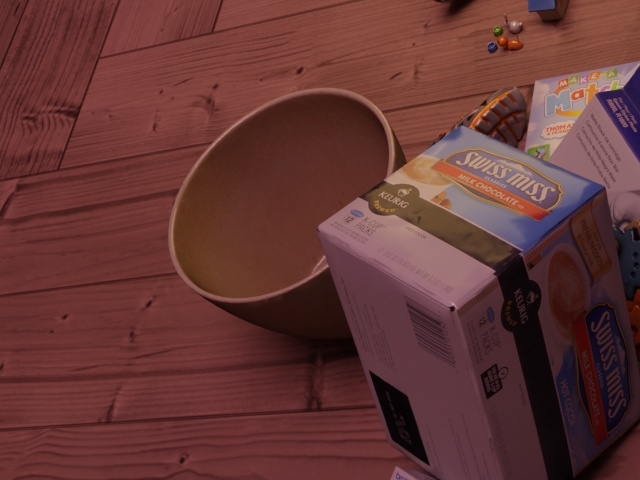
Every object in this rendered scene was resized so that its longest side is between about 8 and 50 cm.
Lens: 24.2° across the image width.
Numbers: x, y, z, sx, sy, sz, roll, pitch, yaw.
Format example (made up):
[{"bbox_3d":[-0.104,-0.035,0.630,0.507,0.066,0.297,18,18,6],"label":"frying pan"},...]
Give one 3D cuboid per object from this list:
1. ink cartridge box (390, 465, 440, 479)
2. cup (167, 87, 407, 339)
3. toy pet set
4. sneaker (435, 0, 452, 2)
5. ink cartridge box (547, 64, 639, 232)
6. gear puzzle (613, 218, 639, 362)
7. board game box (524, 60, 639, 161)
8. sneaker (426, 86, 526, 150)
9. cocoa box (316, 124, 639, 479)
[{"bbox_3d":[0.175,0.323,1.682,0.207,0.097,0.046,29,98,44],"label":"ink cartridge box"},{"bbox_3d":[0.000,0.000,1.966,0.331,0.237,0.331,-18,48,22],"label":"cup"},{"bbox_3d":[0.294,-0.343,2.158,0.114,0.065,0.122,0,57,35],"label":"toy pet set"},{"bbox_3d":[0.285,-0.449,2.211,0.299,0.121,0.112,-33,46,8],"label":"sneaker"},{"bbox_3d":[0.366,-0.065,1.784,0.224,0.045,0.223,-59,43,37],"label":"ink cartridge box"},{"bbox_3d":[0.402,0.121,1.650,0.175,0.044,0.338,-41,59,44],"label":"gear puzzle"},{"bbox_3d":[0.350,-0.134,1.971,0.160,0.039,0.211,-8,52,30],"label":"board game box"},{"bbox_3d":[0.197,-0.131,2.048,0.215,0.084,0.083,-48,39,-5],"label":"sneaker"},{"bbox_3d":[0.186,0.093,1.652,0.228,0.347,0.231,-36,40,-22],"label":"cocoa box"}]
